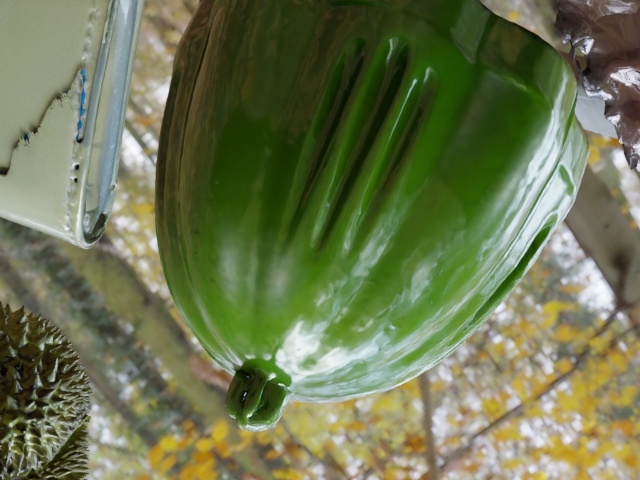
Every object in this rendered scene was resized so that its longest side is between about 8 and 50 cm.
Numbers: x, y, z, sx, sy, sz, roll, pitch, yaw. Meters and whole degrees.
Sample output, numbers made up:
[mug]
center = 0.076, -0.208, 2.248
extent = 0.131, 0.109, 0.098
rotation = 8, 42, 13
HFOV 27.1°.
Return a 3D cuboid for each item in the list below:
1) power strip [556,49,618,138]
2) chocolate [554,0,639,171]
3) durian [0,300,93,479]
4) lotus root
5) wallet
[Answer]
[power strip]
center = 0.200, -0.084, 0.846
extent = 0.027, 0.060, 0.252
rotation = -52, -144, -8
[chocolate]
center = 0.163, -0.051, 0.418
extent = 0.112, 0.321, 0.112
rotation = -11, -151, 41
[durian]
center = -0.233, 0.140, 0.894
extent = 0.146, 0.159, 0.198
rotation = 7, -128, 13
[lotus root]
center = 0.000, 0.000, 0.535
extent = 0.186, 0.186, 0.186
rotation = -30, -156, 15
[wallet]
center = -0.134, -0.067, 0.416
extent = 0.039, 0.155, 0.110
rotation = -59, 166, -58
